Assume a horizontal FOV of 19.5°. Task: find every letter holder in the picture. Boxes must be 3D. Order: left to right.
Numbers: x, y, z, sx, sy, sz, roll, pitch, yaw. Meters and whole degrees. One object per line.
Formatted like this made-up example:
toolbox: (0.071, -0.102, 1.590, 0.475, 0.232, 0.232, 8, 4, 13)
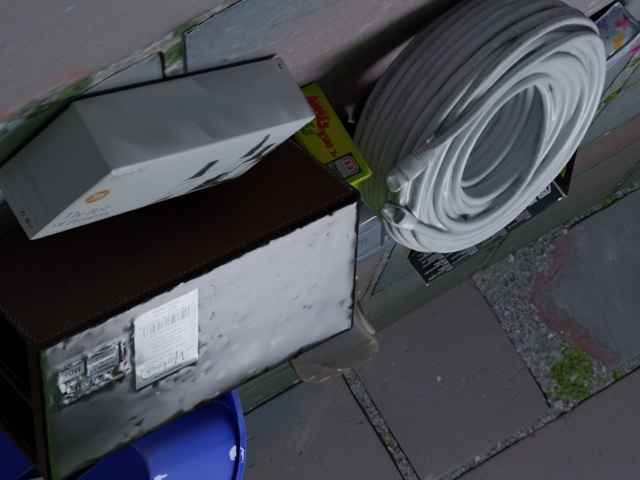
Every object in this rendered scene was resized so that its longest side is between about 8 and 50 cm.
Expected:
letter holder: (-0.151, 0.020, 1.513, 0.302, 0.214, 0.152, -26, 138, -28)

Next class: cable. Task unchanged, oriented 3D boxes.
cable: (0.141, -0.104, 1.642, 0.257, 0.089, 0.257, -49, 152, -2)

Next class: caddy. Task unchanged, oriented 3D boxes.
caddy: (-0.222, 0.226, 2.071, 0.179, 0.241, 0.341, -13, 162, -46)

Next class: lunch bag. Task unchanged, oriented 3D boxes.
lunch bag: (0.303, -0.212, 1.995, 0.083, 0.053, 0.071, -43, 171, 12)

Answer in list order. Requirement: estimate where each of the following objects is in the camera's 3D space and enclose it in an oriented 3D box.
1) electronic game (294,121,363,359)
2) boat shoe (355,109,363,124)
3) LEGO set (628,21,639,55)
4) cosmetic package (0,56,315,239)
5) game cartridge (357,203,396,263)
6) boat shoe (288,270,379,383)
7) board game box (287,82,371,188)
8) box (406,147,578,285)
electronic game: (0.000, 0.000, 1.749, 0.229, 0.048, 0.229, -164, -90, -85)
boat shoe: (0.117, -0.084, 1.833, 0.123, 0.123, 0.342, -31, 171, -4)
LEGO set: (0.426, -0.246, 2.115, 0.093, 0.087, 0.227, -22, 167, -49)
cosmetic package: (-0.113, -0.068, 1.335, 0.099, 0.060, 0.239, -38, 169, 36)
game cartridge: (0.091, -0.045, 2.224, 0.196, 0.060, 0.294, -34, 172, -4)
boat shoe: (-0.028, 0.046, 2.096, 0.132, 0.130, 0.355, -23, 153, -3)
board game box: (-0.027, -0.053, 1.612, 0.043, 0.092, 0.181, -26, 170, -29)
box: (0.194, -0.045, 2.071, 0.191, 0.045, 0.184, -34, -167, 21)
